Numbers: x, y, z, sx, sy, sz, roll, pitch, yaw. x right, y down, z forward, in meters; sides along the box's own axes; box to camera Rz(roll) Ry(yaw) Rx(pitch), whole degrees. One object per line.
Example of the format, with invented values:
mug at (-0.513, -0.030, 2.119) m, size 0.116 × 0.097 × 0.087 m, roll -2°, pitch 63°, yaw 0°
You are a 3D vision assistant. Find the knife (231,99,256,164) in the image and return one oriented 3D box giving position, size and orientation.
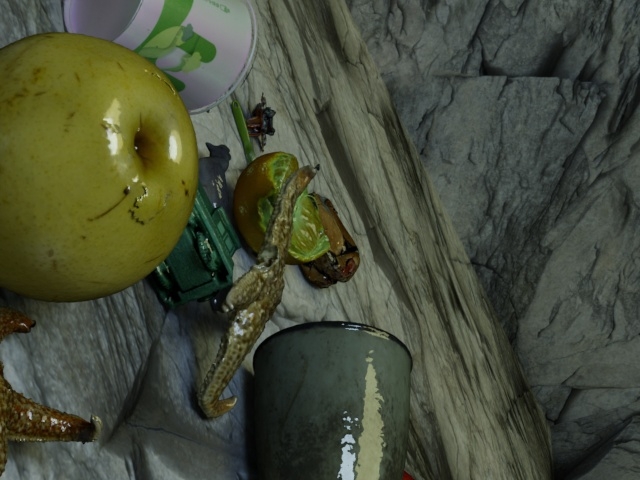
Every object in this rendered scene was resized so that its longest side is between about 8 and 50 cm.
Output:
knife at (-0.163, -0.220, 2.304) m, size 0.026 × 0.022 × 0.184 m, roll 116°, pitch -43°, yaw -79°

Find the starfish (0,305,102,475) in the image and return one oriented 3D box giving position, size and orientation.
starfish at (-0.375, 0.188, 1.191) m, size 0.303 × 0.113 × 0.312 m, roll 40°, pitch 32°, yaw -55°

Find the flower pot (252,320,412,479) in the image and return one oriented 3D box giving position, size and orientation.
flower pot at (0.018, 0.352, 1.842) m, size 0.293 × 0.294 × 0.330 m, roll 48°, pitch 34°, yaw -46°

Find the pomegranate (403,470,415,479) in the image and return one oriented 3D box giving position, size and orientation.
pomegranate at (0.093, 0.525, 1.975) m, size 0.235 × 0.210 × 0.210 m, roll -44°, pitch 115°, yaw -43°

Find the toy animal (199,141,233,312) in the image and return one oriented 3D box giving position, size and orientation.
toy animal at (-0.216, -0.070, 1.919) m, size 0.206 × 0.081 × 0.367 m, roll 42°, pitch 37°, yaw -50°

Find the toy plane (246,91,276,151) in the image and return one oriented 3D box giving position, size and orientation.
toy plane at (-0.127, -0.280, 2.400) m, size 0.188 × 0.062 × 0.135 m, roll -76°, pitch 169°, yaw -64°

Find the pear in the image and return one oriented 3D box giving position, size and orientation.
pear at (-0.315, -0.089, 1.321) m, size 0.348 × 0.348 × 0.348 m, roll 54°, pitch 25°, yaw -38°

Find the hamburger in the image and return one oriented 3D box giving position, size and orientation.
hamburger at (0.000, 0.000, 2.401) m, size 0.231 × 0.107 × 0.231 m, roll 48°, pitch 29°, yaw -38°

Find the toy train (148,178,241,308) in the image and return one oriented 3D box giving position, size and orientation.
toy train at (-0.249, -0.057, 1.747) m, size 0.178 × 0.138 × 0.330 m, roll -69°, pitch 135°, yaw -72°

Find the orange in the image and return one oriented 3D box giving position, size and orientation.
orange at (-0.091, -0.056, 2.120) m, size 0.237 × 0.158 × 0.179 m, roll 61°, pitch 27°, yaw -33°

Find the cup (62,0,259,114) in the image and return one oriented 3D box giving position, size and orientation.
cup at (-0.284, -0.377, 1.827) m, size 0.274 × 0.253 × 0.253 m, roll 24°, pitch 48°, yaw -55°

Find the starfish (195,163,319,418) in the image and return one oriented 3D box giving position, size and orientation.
starfish at (-0.104, 0.090, 1.823) m, size 0.432 × 0.082 × 0.324 m, roll -69°, pitch 175°, yaw -54°
